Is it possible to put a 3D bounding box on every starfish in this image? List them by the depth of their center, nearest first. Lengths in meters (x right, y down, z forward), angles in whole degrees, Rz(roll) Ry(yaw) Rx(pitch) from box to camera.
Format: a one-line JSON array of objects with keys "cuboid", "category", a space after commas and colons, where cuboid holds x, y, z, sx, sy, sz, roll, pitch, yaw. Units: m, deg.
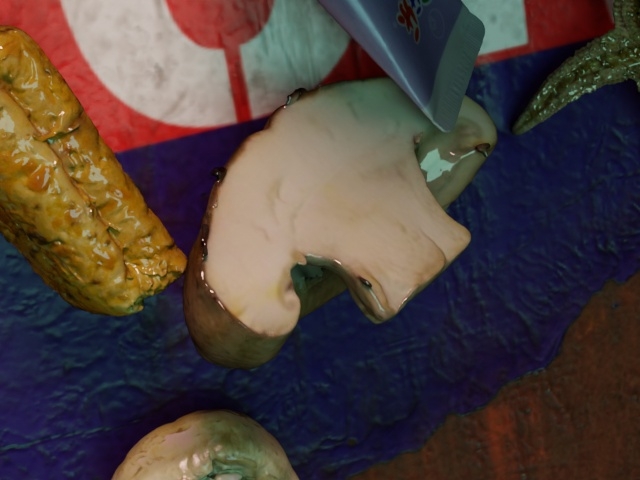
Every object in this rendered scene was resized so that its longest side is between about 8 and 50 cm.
[{"cuboid": [0.245, -0.143, 1.061, 0.238, 0.057, 0.213, -17, 131, 15], "category": "starfish"}]

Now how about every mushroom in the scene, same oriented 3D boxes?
[{"cuboid": [0.000, 0.000, 0.994, 0.156, 0.151, 0.286, 46, 52, 8], "category": "mushroom"}, {"cuboid": [-0.080, 0.191, 1.040, 0.148, 0.112, 0.148, -10, 113, -25], "category": "mushroom"}]

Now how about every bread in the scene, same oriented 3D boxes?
[{"cuboid": [-0.177, -0.041, 0.941, 0.083, 0.114, 0.211, -45, 115, -20], "category": "bread"}]

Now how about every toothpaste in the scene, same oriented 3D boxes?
[{"cuboid": [-0.019, -0.231, 0.955, 0.080, 0.125, 0.371, -24, 121, 38], "category": "toothpaste"}]
